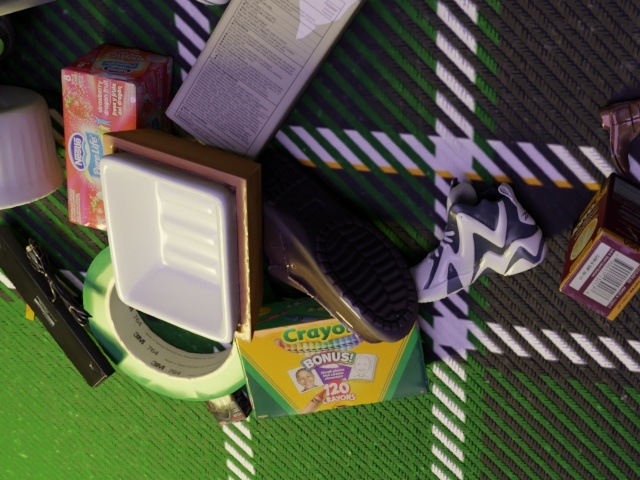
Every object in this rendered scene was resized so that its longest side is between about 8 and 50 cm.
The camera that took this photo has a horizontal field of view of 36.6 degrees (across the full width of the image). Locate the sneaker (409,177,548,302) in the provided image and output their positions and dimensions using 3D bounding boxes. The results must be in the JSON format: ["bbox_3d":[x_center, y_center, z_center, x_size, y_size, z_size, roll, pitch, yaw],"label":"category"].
[{"bbox_3d":[0.190,-0.010,1.387,0.235,0.094,0.153,-18,105,32],"label":"sneaker"}]

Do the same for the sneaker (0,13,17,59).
[{"bbox_3d":[-0.647,-0.336,1.460,0.483,0.202,0.185,27,138,24],"label":"sneaker"}]

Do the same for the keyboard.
[{"bbox_3d":[-0.453,0.104,1.650,0.317,0.033,0.201,52,148,0],"label":"keyboard"}]

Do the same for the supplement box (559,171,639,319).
[{"bbox_3d":[0.381,0.003,1.265,0.081,0.188,0.104,30,123,3],"label":"supplement box"}]

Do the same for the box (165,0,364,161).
[{"bbox_3d":[-0.067,-0.263,1.317,0.148,0.121,0.311,38,123,-3],"label":"box"}]

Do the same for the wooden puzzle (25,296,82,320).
[{"bbox_3d":[-0.479,0.125,1.743,0.116,0.014,0.078,14,126,12],"label":"wooden puzzle"}]

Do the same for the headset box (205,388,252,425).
[{"bbox_3d":[-0.164,0.287,1.709,0.062,0.032,0.083,-19,108,27],"label":"headset box"}]

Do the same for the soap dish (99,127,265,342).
[{"bbox_3d":[-0.187,-0.011,1.377,0.229,0.118,0.291,19,130,21],"label":"soap dish"}]

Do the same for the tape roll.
[{"bbox_3d":[-0.234,0.116,1.613,0.321,0.077,0.321,9,119,15],"label":"tape roll"}]

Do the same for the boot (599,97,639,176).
[{"bbox_3d":[0.433,-0.143,1.261,0.114,0.037,0.106,-15,114,21],"label":"boot"}]

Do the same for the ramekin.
[{"bbox_3d":[-0.536,-0.147,1.464,0.277,0.277,0.135,7,112,16],"label":"ramekin"}]

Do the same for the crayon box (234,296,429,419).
[{"bbox_3d":[0.018,0.172,1.505,0.278,0.081,0.165,-10,116,4],"label":"crayon box"}]

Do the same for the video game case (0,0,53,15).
[{"bbox_3d":[-0.498,-0.370,1.363,0.183,0.201,0.023,26,116,4],"label":"video game case"}]

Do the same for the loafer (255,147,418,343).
[{"bbox_3d":[-0.003,0.017,1.430,0.366,0.134,0.130,48,143,17],"label":"loafer"}]

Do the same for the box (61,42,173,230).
[{"bbox_3d":[-0.302,-0.151,1.459,0.122,0.128,0.257,13,122,12],"label":"box"}]

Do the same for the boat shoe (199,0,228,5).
[{"bbox_3d":[-0.232,-0.388,1.335,0.258,0.095,0.084,37,128,10],"label":"boat shoe"}]
